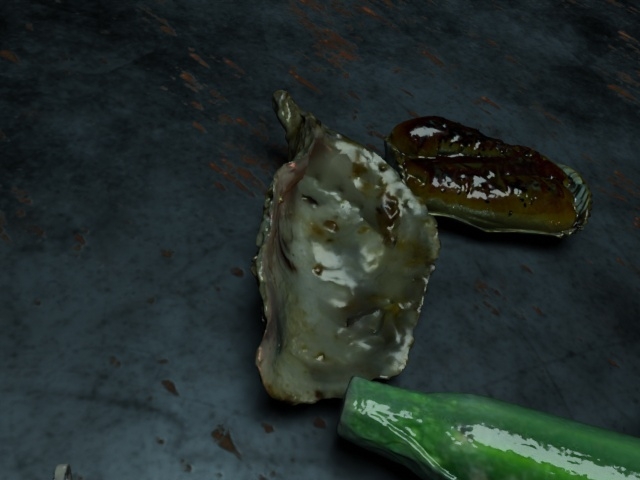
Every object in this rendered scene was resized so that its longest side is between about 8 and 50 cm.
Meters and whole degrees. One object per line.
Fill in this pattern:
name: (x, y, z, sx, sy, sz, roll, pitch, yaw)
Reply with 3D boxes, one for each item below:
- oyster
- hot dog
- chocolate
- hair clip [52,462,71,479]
oyster: (0.023, -0.002, 0.690, 0.204, 0.111, 0.396, 19, 49, -18)
hot dog: (0.209, -0.079, 0.817, 0.270, 0.082, 0.163, 12, 48, -7)
chocolate: (0.156, 0.182, 0.534, 0.291, 0.110, 0.110, 17, 46, 7)
hair clip: (-0.226, 0.246, 0.428, 0.072, 0.034, 0.226, 30, 49, 17)
